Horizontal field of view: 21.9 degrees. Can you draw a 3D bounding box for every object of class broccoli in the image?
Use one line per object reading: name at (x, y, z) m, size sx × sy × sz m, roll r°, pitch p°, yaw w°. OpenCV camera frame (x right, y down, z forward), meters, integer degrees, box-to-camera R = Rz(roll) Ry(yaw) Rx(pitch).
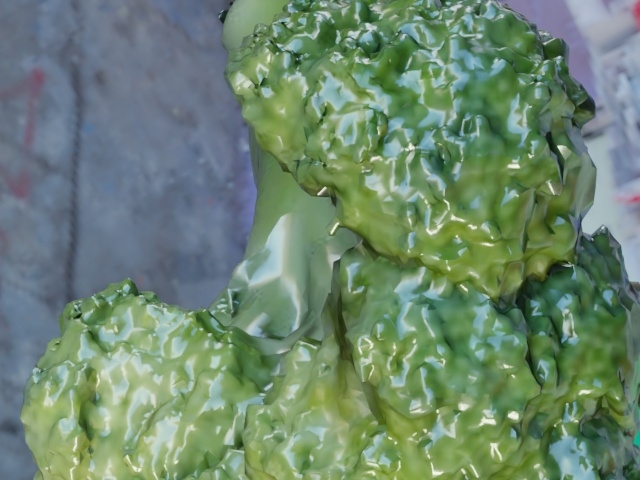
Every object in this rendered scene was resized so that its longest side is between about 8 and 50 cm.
broccoli at (-0.008, 0.016, 0.526) m, size 0.186 × 0.254 × 0.302 m, roll -13°, pitch 84°, yaw -14°
